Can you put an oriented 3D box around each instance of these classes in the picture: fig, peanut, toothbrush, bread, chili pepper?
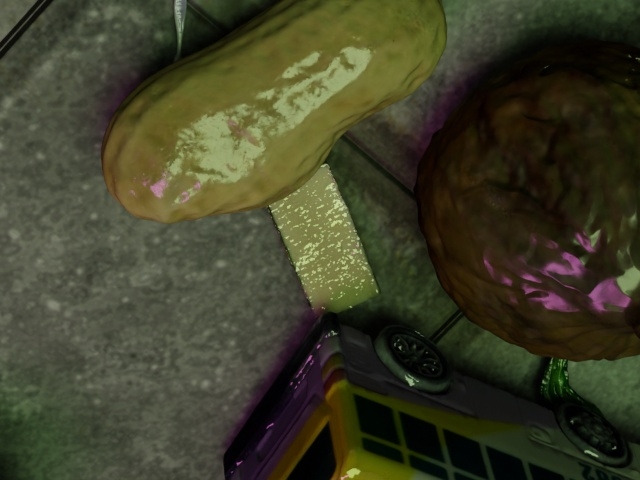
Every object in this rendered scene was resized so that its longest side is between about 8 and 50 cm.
[{"bbox_3d":[0.247,0.001,1.513,0.286,0.369,0.286,-6,116,-13],"label":"fig"},{"bbox_3d":[-0.035,-0.116,1.522,0.319,0.147,0.147,-31,120,-4],"label":"peanut"},{"bbox_3d":[-0.116,-0.199,1.523,0.011,0.013,0.131,-5,117,-23],"label":"toothbrush"},{"bbox_3d":[0.000,0.000,1.645,0.068,0.028,0.154,-24,119,-1],"label":"bread"},{"bbox_3d":[0.236,0.144,1.778,0.055,0.035,0.118,-29,111,-13],"label":"chili pepper"}]

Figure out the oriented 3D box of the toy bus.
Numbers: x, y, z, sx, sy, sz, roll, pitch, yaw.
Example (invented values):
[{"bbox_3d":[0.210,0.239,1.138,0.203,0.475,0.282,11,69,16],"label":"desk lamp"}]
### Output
[{"bbox_3d":[0.153,0.269,1.675,0.440,0.249,0.209,23,118,-21],"label":"toy bus"}]
